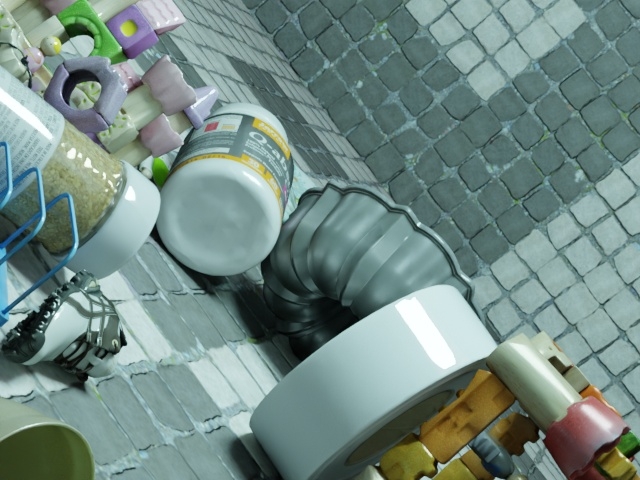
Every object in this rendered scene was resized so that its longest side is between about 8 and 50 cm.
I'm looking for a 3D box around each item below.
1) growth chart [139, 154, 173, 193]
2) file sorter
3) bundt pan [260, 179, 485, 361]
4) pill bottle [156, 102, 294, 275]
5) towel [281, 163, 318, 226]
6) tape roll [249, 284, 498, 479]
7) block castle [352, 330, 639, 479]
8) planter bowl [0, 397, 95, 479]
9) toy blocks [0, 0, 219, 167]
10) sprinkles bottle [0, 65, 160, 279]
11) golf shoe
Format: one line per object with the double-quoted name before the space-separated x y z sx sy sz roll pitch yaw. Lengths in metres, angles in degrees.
"growth chart" -0.177 -0.052 1.923 0.237 0.021 0.172 44 15 -29
"file sorter" -0.309 -0.034 1.178 0.170 0.104 0.118 43 14 -33
"bundt pan" 0.049 0.090 1.782 0.331 0.124 0.331 31 -37 26
"pill bottle" -0.120 -0.079 1.802 0.162 0.162 0.278 48 20 -16
"towel" 0.000 0.000 2.258 0.374 0.090 0.320 46 14 -25
"tape roll" 0.064 0.171 1.509 0.100 0.286 0.286 55 13 18
"block castle" 0.228 0.298 1.578 0.213 0.303 0.453 48 1 19
"planter bowl" -0.233 0.159 0.818 0.109 0.162 0.162 26 0 28
"toy blocks" -0.243 -0.253 1.539 0.288 0.260 0.309 54 -3 9
"sprinkles bottle" -0.316 -0.104 1.275 0.355 0.121 0.121 41 16 -31
"golf shoe" -0.219 0.086 1.218 0.094 0.077 0.198 51 13 -4
